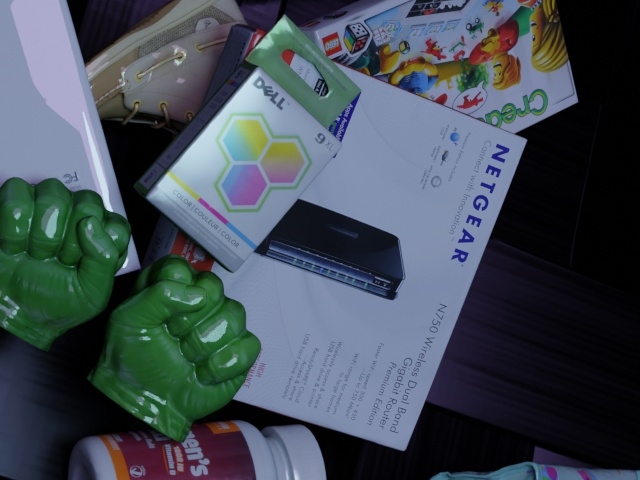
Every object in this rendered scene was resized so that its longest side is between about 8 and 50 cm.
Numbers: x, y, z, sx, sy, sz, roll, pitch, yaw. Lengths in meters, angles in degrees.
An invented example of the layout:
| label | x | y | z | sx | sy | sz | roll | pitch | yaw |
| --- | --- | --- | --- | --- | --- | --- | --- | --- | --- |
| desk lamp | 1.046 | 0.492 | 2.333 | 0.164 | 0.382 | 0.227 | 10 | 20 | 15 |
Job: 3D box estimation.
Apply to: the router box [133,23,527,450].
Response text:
| label | x | y | z | sx | sy | sz | roll | pitch | yaw |
| --- | --- | --- | --- | --- | --- | --- | --- | --- | --- |
| router box | 0.000 | 0.000 | 1.587 | 0.301 | 0.082 | 0.335 | 19 | 95 | -21 |

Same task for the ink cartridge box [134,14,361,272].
| label | x | y | z | sx | sy | sz | roll | pitch | yaw |
| --- | --- | --- | --- | --- | --- | --- | --- | --- | --- |
| ink cartridge box | -0.056 | -0.087 | 1.471 | 0.109 | 0.062 | 0.209 | 42 | 86 | -21 |

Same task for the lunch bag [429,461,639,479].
| label | x | y | z | sx | sy | sz | roll | pitch | yaw |
| --- | --- | --- | --- | --- | --- | --- | --- | --- | --- |
| lunch bag | 0.225 | 0.356 | 1.612 | 0.223 | 0.160 | 0.262 | 11 | 71 | -48 |

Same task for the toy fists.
| label | x | y | z | sx | sy | sz | roll | pitch | yaw |
| --- | --- | --- | --- | --- | --- | --- | --- | --- | --- |
| toy fists | -0.184 | 0.053 | 1.453 | 0.279 | 0.096 | 0.142 | 34 | 88 | -6 |

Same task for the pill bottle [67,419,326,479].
| label | x | y | z | sx | sy | sz | roll | pitch | yaw |
| --- | --- | --- | --- | --- | --- | --- | --- | --- | --- |
| pill bottle | -0.114 | 0.231 | 1.533 | 0.221 | 0.121 | 0.121 | -4 | 81 | -25 |

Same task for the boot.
| label | x | y | z | sx | sy | sz | roll | pitch | yaw |
| --- | --- | --- | --- | --- | --- | --- | --- | --- | --- |
| boot | -0.140 | -0.114 | 1.611 | 0.262 | 0.095 | 0.203 | -41 | 99 | -28 |

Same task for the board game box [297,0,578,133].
| label | x | y | z | sx | sy | sz | roll | pitch | yaw |
| --- | --- | --- | --- | --- | --- | --- | --- | --- | --- |
| board game box | 0.127 | -0.183 | 1.735 | 0.305 | 0.053 | 0.193 | -27 | 112 | -26 |

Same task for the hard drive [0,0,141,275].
| label | x | y | z | sx | sy | sz | roll | pitch | yaw |
| --- | --- | --- | --- | --- | --- | --- | --- | --- | --- |
| hard drive | -0.307 | -0.100 | 1.497 | 0.210 | 0.040 | 0.319 | -16 | 95 | -6 |
